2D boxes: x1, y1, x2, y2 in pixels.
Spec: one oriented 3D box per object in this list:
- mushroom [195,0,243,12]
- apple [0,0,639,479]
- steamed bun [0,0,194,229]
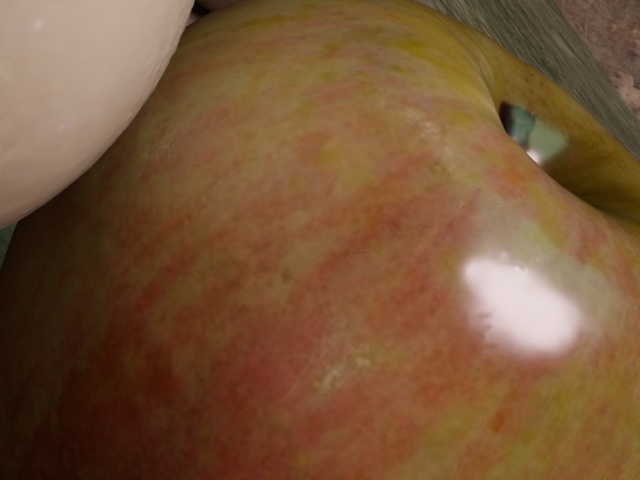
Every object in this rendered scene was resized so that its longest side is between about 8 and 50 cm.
[{"bbox_3d":[-0.050,-0.317,1.060,0.362,0.295,0.362,-4,90,-67],"label":"mushroom"},{"bbox_3d":[0.011,0.042,0.573,0.257,0.234,0.257,38,16,-13],"label":"apple"},{"bbox_3d":[-0.136,-0.136,0.458,0.177,0.283,0.283,-24,77,-39],"label":"steamed bun"}]
